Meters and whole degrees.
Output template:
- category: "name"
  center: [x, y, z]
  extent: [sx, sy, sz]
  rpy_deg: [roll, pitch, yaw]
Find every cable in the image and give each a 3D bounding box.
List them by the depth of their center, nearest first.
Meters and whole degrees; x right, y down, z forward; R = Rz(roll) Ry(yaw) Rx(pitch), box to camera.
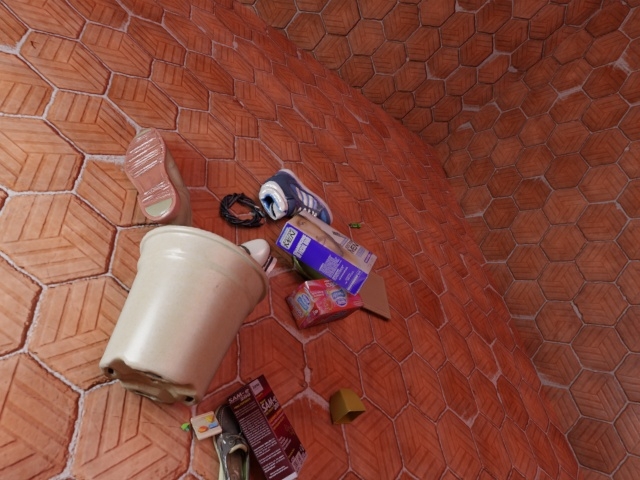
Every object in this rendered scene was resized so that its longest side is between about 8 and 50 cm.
- category: "cable"
  center: [-0.284, -0.113, 1.473]
  extent: [0.184, 0.047, 0.151]
  rpy_deg: [-7, 63, -51]

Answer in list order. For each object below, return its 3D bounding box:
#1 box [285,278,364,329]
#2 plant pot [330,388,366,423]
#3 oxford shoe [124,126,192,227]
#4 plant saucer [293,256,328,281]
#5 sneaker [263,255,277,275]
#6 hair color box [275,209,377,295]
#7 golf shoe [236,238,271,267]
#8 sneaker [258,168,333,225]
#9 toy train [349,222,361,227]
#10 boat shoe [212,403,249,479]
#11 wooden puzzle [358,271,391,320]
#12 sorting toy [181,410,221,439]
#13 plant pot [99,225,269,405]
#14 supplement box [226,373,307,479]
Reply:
- category: "box"
  center: [0.021, 0.215, 1.446]
  extent: [0.256, 0.122, 0.128]
  rpy_deg: [0, 58, -50]
- category: "plant pot"
  center: [0.077, 0.511, 1.273]
  extent: [0.081, 0.081, 0.083]
  rpy_deg: [17, 35, -40]
- category: "oxford shoe"
  center: [-0.494, -0.185, 1.261]
  extent: [0.397, 0.140, 0.146]
  rpy_deg: [66, 6, 30]
- category: "plant saucer"
  center: [-0.024, 0.079, 1.603]
  extent: [0.240, 0.037, 0.241]
  rpy_deg: [30, 38, -27]
- category: "sneaker"
  center: [-0.226, 0.116, 1.279]
  extent: [0.094, 0.090, 0.235]
  rpy_deg: [40, 40, -13]
- category: "hair color box"
  center: [0.029, 0.036, 1.487]
  extent: [0.338, 0.110, 0.185]
  rpy_deg: [31, 25, 6]
- category: "golf shoe"
  center: [-0.250, 0.058, 1.196]
  extent: [0.105, 0.120, 0.272]
  rpy_deg: [39, 52, 23]
- category: "sneaker"
  center: [-0.108, -0.116, 1.630]
  extent: [0.323, 0.130, 0.236]
  rpy_deg: [47, 43, -14]
- category: "toy train"
  center: [0.170, -0.072, 1.992]
  extent: [0.083, 0.017, 0.024]
  rpy_deg: [2, 67, -48]
- category: "boat shoe"
  center: [-0.202, 0.495, 0.962]
  extent: [0.080, 0.073, 0.224]
  rpy_deg: [16, 46, -37]
- category: "wooden puzzle"
  center: [0.208, 0.215, 1.746]
  extent: [0.238, 0.044, 0.221]
  rpy_deg: [32, 37, -33]
- category: "sorting toy"
  center: [-0.281, 0.436, 0.956]
  extent: [0.083, 0.012, 0.062]
  rpy_deg: [-6, 32, -35]
- category: "plant pot"
  center: [-0.322, 0.188, 0.937]
  extent: [0.333, 0.333, 0.306]
  rpy_deg: [35, 48, -22]
- category: "supplement box"
  center: [-0.131, 0.471, 1.026]
  extent: [0.240, 0.073, 0.130]
  rpy_deg: [58, 4, 11]
